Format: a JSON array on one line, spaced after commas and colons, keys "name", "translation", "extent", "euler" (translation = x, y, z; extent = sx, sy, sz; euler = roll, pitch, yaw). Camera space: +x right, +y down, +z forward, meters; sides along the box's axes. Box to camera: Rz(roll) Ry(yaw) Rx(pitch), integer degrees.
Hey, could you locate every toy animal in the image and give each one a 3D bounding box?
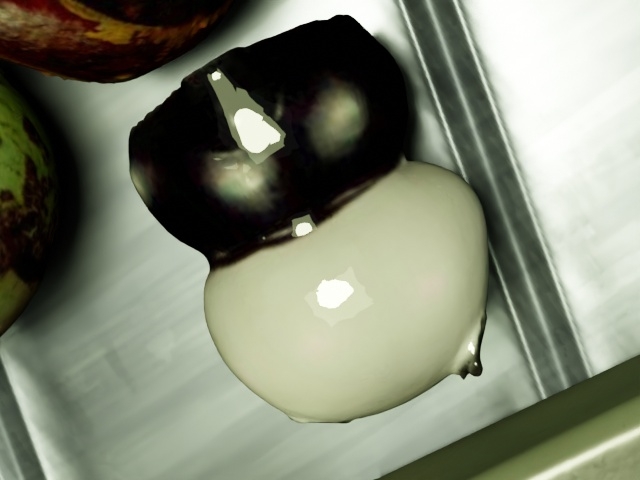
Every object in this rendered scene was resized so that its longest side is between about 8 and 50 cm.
[{"name": "toy animal", "translation": [0.000, -0.004, 0.920], "extent": [0.187, 0.165, 0.235], "euler": [-29, 92, 14]}]

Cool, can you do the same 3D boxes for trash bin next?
[{"name": "trash bin", "translation": [0.154, 0.162, 0.908], "extent": [0.240, 0.164, 0.122], "euler": [-29, 90, 12]}]

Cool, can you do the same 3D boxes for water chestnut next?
[{"name": "water chestnut", "translation": [-0.158, -0.203, 0.918], "extent": [0.223, 0.238, 0.224], "euler": [5, 79, -26]}]

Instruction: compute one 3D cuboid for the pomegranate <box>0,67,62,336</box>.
[{"name": "pomegranate", "translation": [-0.310, -0.046, 0.922], "extent": [0.306, 0.242, 0.242], "euler": [32, 102, -25]}]
